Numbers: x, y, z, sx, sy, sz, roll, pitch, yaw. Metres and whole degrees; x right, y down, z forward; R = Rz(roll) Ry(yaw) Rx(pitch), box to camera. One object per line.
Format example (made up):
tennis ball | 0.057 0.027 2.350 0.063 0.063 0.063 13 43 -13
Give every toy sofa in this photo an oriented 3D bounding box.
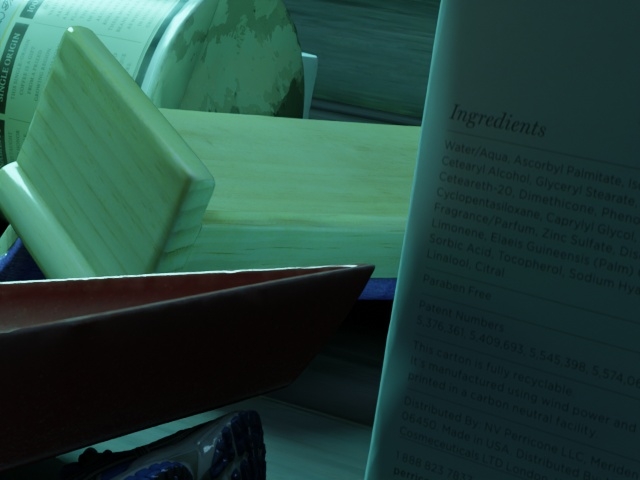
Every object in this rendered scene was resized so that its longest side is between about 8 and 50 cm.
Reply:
toy sofa | 0.000 0.000 0.945 0.362 0.177 0.150 1 36 -41

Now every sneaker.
sneaker | -0.059 0.085 0.550 0.058 0.052 0.135 0 -1 20

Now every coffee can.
coffee can | -0.179 -0.102 1.139 0.275 0.202 0.201 13 10 27

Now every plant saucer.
plant saucer | -0.147 0.045 0.573 0.259 0.048 0.258 -3 2 28

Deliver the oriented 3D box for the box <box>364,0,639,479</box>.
box | 0.167 -0.049 0.663 0.168 0.345 0.215 15 11 35

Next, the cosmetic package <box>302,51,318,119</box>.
cosmetic package | -0.111 -0.099 1.349 0.151 0.151 0.183 5 10 -22
